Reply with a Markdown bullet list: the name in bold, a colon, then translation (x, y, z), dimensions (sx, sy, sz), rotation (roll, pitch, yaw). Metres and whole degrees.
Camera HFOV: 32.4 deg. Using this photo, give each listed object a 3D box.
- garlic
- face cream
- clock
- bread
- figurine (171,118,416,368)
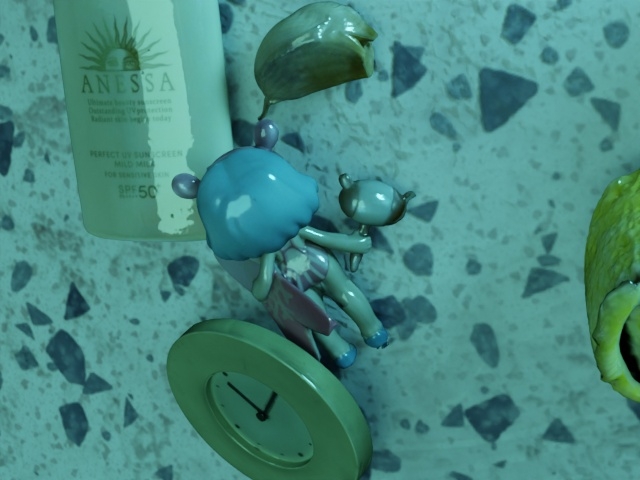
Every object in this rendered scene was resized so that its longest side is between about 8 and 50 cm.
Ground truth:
- **garlic**: translation (-0.018, -0.168, 1.012), dimensions (0.152, 0.066, 0.084), rotation (-17, 101, 25)
- **face cream**: translation (-0.173, -0.173, 1.069), dimensions (0.173, 0.081, 0.348), rotation (2, 108, 18)
- **clock**: translation (-0.055, 0.174, 1.118), dimensions (0.235, 0.029, 0.235), rotation (23, 138, 22)
- **bread**: translation (0.302, 0.038, 0.886), dimensions (0.197, 0.170, 0.197), rotation (7, 120, 13)
- **figurine**: translation (-0.005, 0.009, 1.026), dimensions (0.205, 0.103, 0.260), rotation (-28, 116, 14)
